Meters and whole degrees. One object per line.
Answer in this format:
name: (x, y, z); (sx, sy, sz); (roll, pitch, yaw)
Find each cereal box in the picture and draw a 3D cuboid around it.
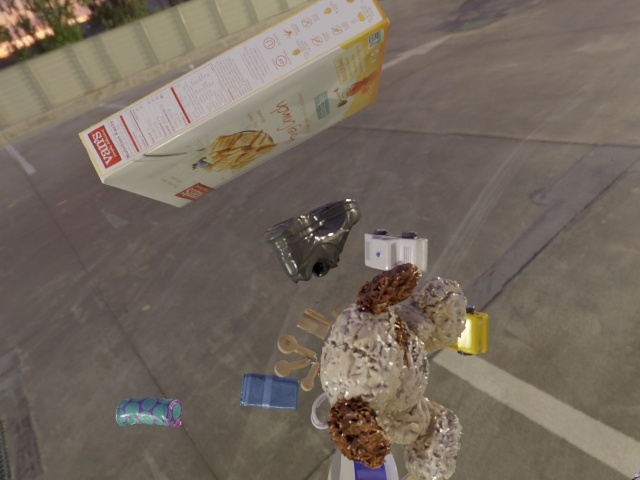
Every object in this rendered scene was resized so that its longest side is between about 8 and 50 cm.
cereal box: (-0.059, -0.111, 0.428); (0.240, 0.048, 0.173); (-29, -4, 2)

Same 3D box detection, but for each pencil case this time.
pencil case: (-0.418, 0.422, 1.179); (0.151, 0.070, 0.064); (-3, 17, 15)

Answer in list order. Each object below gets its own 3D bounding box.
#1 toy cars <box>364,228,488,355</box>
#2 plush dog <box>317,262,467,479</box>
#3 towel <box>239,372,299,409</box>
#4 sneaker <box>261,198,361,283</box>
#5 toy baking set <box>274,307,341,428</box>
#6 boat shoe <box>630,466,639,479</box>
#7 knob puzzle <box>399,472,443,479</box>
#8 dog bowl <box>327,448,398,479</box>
toy cars: (0.200, 0.104, 1.056); (0.087, 0.177, 0.394); (-6, 49, -36)
plush dog: (0.069, 0.151, 0.601); (0.210, 0.225, 0.263); (3, 69, 20)
towel: (-0.105, 0.313, 0.996); (0.119, 0.067, 0.029); (8, -10, -3)
sneaker: (0.000, 0.000, 0.967); (0.109, 0.130, 0.286); (-20, 5, 40)
toy baking set: (0.027, 0.242, 0.900); (0.196, 0.030, 0.256); (-30, 66, -34)
boat shoe: (0.587, 0.439, 0.857); (0.063, 0.066, 0.184); (38, 67, 12)
knob puzzle: (0.203, 0.626, 1.126); (0.213, 0.213, 0.030); (-36, 22, -26)
dog bowl: (0.090, 0.615, 1.125); (0.104, 0.265, 0.265); (11, 28, -9)
